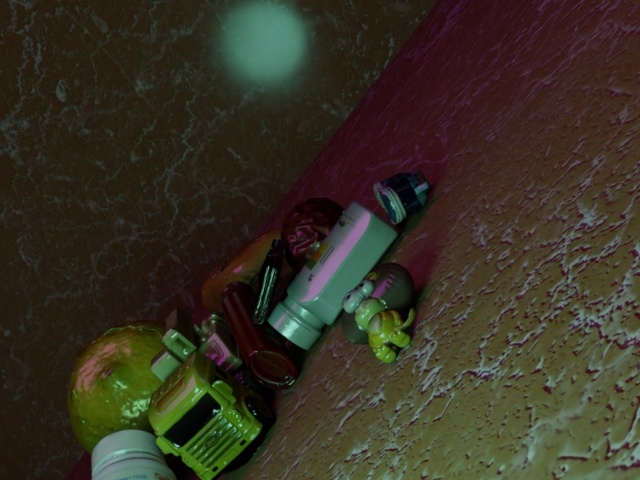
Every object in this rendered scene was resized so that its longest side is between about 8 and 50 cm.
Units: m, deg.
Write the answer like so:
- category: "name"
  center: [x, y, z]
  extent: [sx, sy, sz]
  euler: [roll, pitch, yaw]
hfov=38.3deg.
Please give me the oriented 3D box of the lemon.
- category: "lemon"
  center: [-0.403, 0.365, 2.132]
  extent: [0.350, 0.350, 0.387]
  euler: [-57, -29, -18]

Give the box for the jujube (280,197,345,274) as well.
- category: "jujube"
  center: [0.000, 0.000, 2.008]
  extent: [0.174, 0.174, 0.250]
  euler: [-53, 21, 6]

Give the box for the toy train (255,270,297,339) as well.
- category: "toy train"
  center: [-0.099, 0.157, 2.142]
  extent: [0.137, 0.090, 0.225]
  euler: [-39, 16, 29]

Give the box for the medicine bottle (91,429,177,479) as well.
- category: "medicine bottle"
  center: [-0.326, 0.480, 1.622]
  extent: [0.170, 0.170, 0.293]
  euler: [-50, 32, 18]

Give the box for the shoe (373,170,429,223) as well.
- category: "shoe"
  center: [0.165, -0.089, 1.812]
  extent: [0.106, 0.091, 0.207]
  euler: [-28, 6, 0]

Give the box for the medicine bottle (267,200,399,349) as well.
- category: "medicine bottle"
  center: [0.022, 0.068, 1.814]
  extent: [0.296, 0.111, 0.161]
  euler: [-54, 18, 3]

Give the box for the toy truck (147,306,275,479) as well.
- category: "toy truck"
  center: [-0.221, 0.283, 1.834]
  extent: [0.180, 0.254, 0.405]
  euler: [-47, 14, 11]

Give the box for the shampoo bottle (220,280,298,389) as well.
- category: "shampoo bottle"
  center: [-0.135, 0.182, 1.869]
  extent: [0.076, 0.118, 0.314]
  euler: [-50, 29, 8]

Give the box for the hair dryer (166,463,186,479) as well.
- category: "hair dryer"
  center: [-0.308, 0.531, 1.837]
  extent: [0.352, 0.107, 0.189]
  euler: [-28, 29, 55]

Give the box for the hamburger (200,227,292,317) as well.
- category: "hamburger"
  center: [-0.173, 0.097, 2.457]
  extent: [0.284, 0.174, 0.304]
  euler: [-47, 11, -35]

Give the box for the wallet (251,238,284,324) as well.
- category: "wallet"
  center: [-0.106, 0.079, 1.869]
  extent: [0.230, 0.042, 0.124]
  euler: [-78, 2, -77]

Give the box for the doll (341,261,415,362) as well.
- category: "doll"
  center: [0.096, 0.103, 1.435]
  extent: [0.145, 0.096, 0.188]
  euler: [-62, 21, -3]
